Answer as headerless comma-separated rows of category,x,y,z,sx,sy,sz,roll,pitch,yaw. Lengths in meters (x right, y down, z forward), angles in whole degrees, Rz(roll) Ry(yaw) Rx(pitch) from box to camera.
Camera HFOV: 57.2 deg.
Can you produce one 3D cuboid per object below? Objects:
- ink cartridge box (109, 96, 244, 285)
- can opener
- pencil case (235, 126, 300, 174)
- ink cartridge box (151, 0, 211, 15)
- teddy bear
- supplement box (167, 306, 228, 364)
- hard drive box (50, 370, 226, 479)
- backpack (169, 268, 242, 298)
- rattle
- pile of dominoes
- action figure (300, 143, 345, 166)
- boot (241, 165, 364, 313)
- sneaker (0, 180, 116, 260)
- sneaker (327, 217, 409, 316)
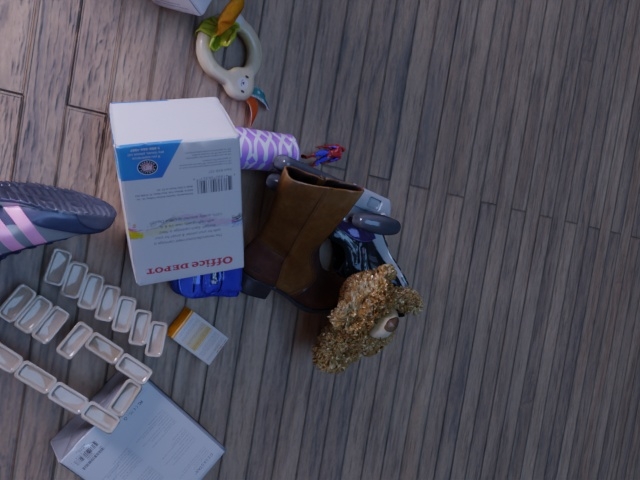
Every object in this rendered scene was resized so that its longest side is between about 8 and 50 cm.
ink cartridge box,-0.222,-0.080,0.910,0.171,0.168,0.233,-8,125,-19
can opener,0.038,-0.077,1.097,0.283,0.095,0.076,20,96,-35
pencil case,-0.138,-0.159,1.068,0.205,0.086,0.088,0,131,-32
ink cartridge box,-0.233,-0.512,0.855,0.207,0.117,0.283,-63,155,-10
teddy bear,0.090,0.180,1.161,0.244,0.338,0.113,-9,58,-29
supplement box,-0.227,0.176,1.081,0.098,0.036,0.062,46,71,-30
hard drive box,-0.310,0.357,1.019,0.181,0.089,0.232,-47,119,-20
backpack,-0.203,0.054,1.044,0.120,0.101,0.098,2,90,-30
rattle,-0.123,-0.308,1.027,0.130,0.142,0.200,-35,110,-46
pile of dominoes,-0.380,0.157,0.936,0.251,0.040,0.196,40,69,-17
action figure,0.008,-0.174,1.197,0.115,0.030,0.038,-22,114,-35
boot,0.000,0.000,1.090,0.263,0.096,0.281,18,124,-20
sneaker,-0.470,-0.015,0.863,0.318,0.112,0.131,2,112,-32
sneaker,0.089,0.059,1.254,0.124,0.107,0.284,-32,106,-17
